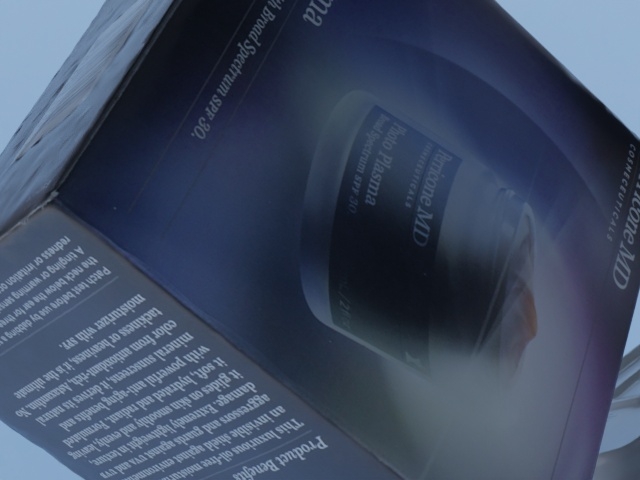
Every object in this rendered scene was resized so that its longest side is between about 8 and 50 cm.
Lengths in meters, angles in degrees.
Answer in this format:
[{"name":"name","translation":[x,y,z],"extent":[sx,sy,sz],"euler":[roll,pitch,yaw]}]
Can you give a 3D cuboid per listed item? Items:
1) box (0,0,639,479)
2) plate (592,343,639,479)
[{"name":"box","translation":[0.000,0.000,0.743],"extent":[0.183,0.294,0.296],"euler":[-30,-153,45]},{"name":"plate","translation":[0.226,0.101,0.936],"extent":[0.278,0.277,0.045],"euler":[-34,-89,-21]}]
